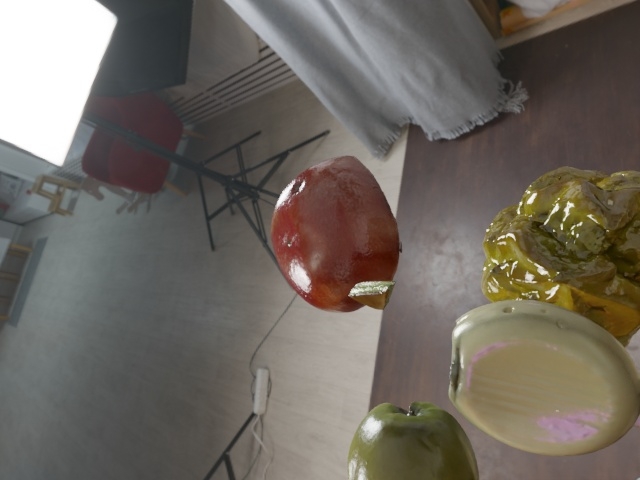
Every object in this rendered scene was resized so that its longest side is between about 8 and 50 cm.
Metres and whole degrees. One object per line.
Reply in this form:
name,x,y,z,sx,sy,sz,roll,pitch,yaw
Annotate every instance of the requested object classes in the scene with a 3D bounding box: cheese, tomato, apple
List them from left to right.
tomato,-0.006,-0.003,0.865,0.338,0.143,0.338,2,93,51
apple,0.197,0.515,0.936,0.295,0.233,0.258,-5,86,21
cheese,0.228,0.127,0.357,0.227,0.064,0.137,9,108,22

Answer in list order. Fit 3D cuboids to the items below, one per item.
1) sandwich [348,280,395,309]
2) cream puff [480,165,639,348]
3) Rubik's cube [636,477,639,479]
sandwich,0.085,0.082,0.623,0.083,0.044,0.031,-10,39,50
cream puff,0.405,0.005,0.647,0.324,0.257,0.291,-37,56,8
Rubik's cube,0.918,0.764,0.936,0.352,0.347,0.351,9,55,29
